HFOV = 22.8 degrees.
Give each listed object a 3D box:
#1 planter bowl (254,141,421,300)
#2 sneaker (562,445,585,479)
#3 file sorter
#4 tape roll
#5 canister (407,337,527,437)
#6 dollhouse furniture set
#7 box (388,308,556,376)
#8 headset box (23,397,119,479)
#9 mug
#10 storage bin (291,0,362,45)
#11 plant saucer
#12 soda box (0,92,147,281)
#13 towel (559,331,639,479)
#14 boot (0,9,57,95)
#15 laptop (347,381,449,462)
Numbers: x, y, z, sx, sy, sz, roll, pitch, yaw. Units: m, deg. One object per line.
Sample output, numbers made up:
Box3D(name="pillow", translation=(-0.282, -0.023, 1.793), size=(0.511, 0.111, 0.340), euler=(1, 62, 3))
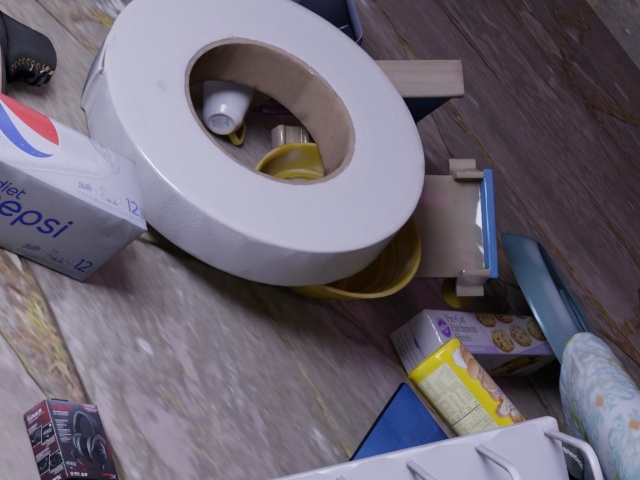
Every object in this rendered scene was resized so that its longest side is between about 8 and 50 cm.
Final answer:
Box3D(name="planter bowl", translation=(0.000, 0.000, 1.806), size=(0.217, 0.090, 0.217), euler=(18, 46, -19))
Box3D(name="sneaker", translation=(0.255, 0.274, 1.799), size=(0.078, 0.106, 0.234), euler=(51, -1, -2))
Box3D(name="file sorter", translation=(0.105, 0.279, 1.333), size=(0.173, 0.278, 0.193), euler=(175, -97, -82))
Box3D(name="tape roll", translation=(-0.069, -0.125, 1.748), size=(0.392, 0.072, 0.392), euler=(18, 47, -20))
Box3D(name="canister", translation=(0.170, 0.187, 1.674), size=(0.170, 0.073, 0.126), euler=(50, -3, 4))
Box3D(name="dollhouse furniture set", translation=(0.050, -0.057, 2.003), size=(0.286, 0.198, 0.303), euler=(-2, 81, -15))
Box3D(name="box", translation=(0.204, 0.135, 2.039), size=(0.324, 0.063, 0.067), euler=(8, 50, -56))
Box3D(name="headset box", translation=(-0.213, 0.173, 1.348), size=(0.062, 0.032, 0.083), euler=(17, 46, -51))
Box3D(name="mug", translation=(-0.107, -0.155, 1.882), size=(0.078, 0.062, 0.064), euler=(34, 40, -23))
Box3D(name="storage bin", translation=(0.012, -0.281, 2.203), size=(0.091, 0.098, 0.135), euler=(66, 7, -53))
Box3D(name="plant saucer", translation=(0.345, 0.121, 2.213), size=(0.317, 0.044, 0.317), euler=(58, 11, -18))
Box3D(name="soda box", translation=(-0.294, -0.067, 1.427), size=(0.286, 0.098, 0.091), euler=(27, 37, -42))
Box3D(name="towel", translation=(0.369, 0.331, 1.811), size=(0.320, 0.090, 0.374), euler=(-118, -169, -66))
Box3D(name="boot", translation=(-0.303, -0.166, 1.562), size=(0.137, 0.077, 0.198), euler=(32, 35, -46))
Box3D(name="laptop", translation=(0.222, 0.327, 1.665), size=(0.236, 0.408, 0.382), euler=(-40, 94, -30))
